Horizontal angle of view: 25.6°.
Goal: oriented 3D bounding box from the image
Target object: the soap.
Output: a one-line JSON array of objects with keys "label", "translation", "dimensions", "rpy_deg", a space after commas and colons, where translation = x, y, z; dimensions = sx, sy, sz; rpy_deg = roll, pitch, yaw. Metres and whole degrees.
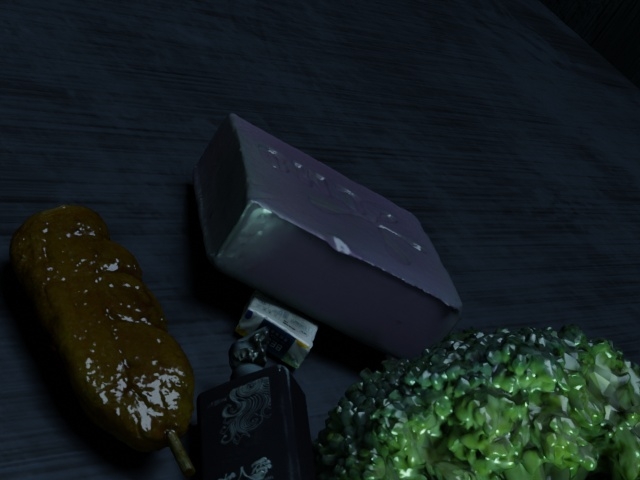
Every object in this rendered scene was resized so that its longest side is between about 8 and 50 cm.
[{"label": "soap", "translation": [0.000, 0.000, 1.655], "dimensions": [0.296, 0.107, 0.285], "rpy_deg": [27, 18, -21]}]

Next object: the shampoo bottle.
[{"label": "shampoo bottle", "translation": [-0.059, 0.194, 1.282], "dimensions": [0.071, 0.098, 0.309], "rpy_deg": [59, 11, -30]}]

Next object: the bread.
[{"label": "bread", "translation": [-0.198, 0.095, 1.313], "dimensions": [0.124, 0.084, 0.344], "rpy_deg": [-12, 48, -28]}]

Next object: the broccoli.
[{"label": "broccoli", "translation": [0.179, 0.208, 1.372], "dimensions": [0.317, 0.277, 0.338], "rpy_deg": [51, 32, -10]}]

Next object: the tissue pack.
[{"label": "tissue pack", "translation": [-0.047, 0.096, 1.540], "dimensions": [0.083, 0.042, 0.062], "rpy_deg": [31, 23, -6]}]
